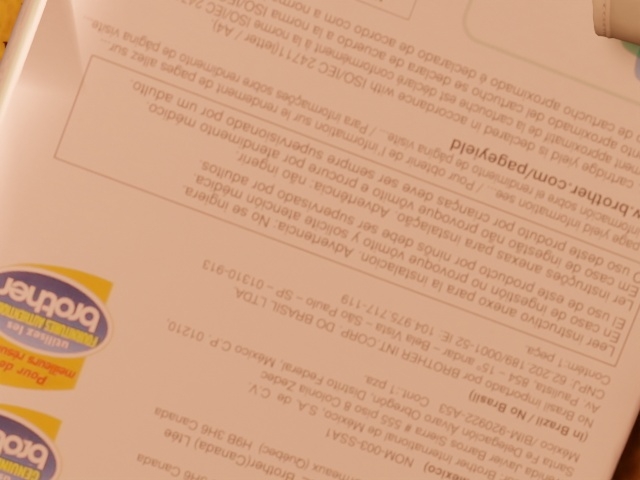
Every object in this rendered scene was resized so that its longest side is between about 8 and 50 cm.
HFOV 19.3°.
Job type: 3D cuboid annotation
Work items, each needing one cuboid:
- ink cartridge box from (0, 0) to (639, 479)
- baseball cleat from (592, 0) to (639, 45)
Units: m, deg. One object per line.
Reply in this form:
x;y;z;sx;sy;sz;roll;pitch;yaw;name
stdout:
0.000;0.000;0.499;0.186;0.065;0.311;20;93;-6;ink cartridge box
0.128;-0.052;0.448;0.109;0.072;0.206;-30;93;14;baseball cleat
